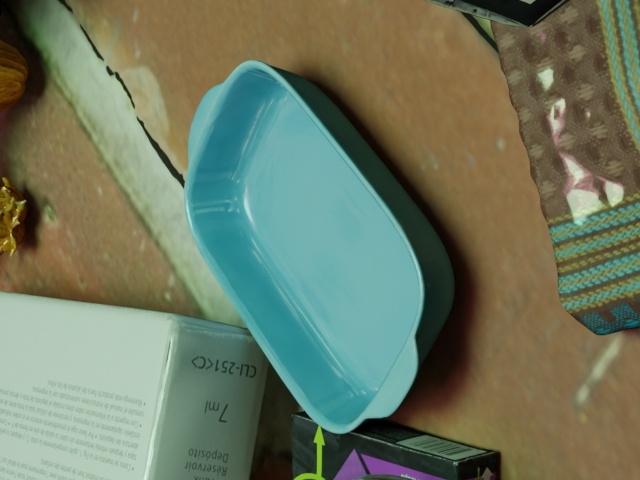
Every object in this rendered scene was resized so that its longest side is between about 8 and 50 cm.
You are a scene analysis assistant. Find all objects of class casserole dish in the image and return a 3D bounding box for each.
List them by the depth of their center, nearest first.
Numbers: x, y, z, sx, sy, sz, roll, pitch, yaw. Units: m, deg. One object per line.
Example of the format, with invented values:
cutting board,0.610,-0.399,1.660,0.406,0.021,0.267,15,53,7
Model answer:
casserole dish,0.000,0.000,0.747,0.188,0.037,0.114,54,134,33

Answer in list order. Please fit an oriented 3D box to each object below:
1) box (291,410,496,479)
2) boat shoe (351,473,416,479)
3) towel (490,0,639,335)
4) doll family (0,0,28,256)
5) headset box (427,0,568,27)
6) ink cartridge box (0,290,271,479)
box,0.031,0.165,0.740,0.116,0.029,0.162,8,103,51
boat shoe,0.028,0.137,0.644,0.254,0.095,0.079,16,107,30
towel,0.174,-0.138,0.503,0.370,0.040,0.272,-26,74,51
doll family,-0.254,-0.052,0.972,0.118,0.163,0.263,-113,31,-67
headset box,0.071,-0.254,0.482,0.246,0.131,0.283,-38,48,47
ink cartridge box,-0.155,0.161,0.868,0.296,0.066,0.261,3,81,54
